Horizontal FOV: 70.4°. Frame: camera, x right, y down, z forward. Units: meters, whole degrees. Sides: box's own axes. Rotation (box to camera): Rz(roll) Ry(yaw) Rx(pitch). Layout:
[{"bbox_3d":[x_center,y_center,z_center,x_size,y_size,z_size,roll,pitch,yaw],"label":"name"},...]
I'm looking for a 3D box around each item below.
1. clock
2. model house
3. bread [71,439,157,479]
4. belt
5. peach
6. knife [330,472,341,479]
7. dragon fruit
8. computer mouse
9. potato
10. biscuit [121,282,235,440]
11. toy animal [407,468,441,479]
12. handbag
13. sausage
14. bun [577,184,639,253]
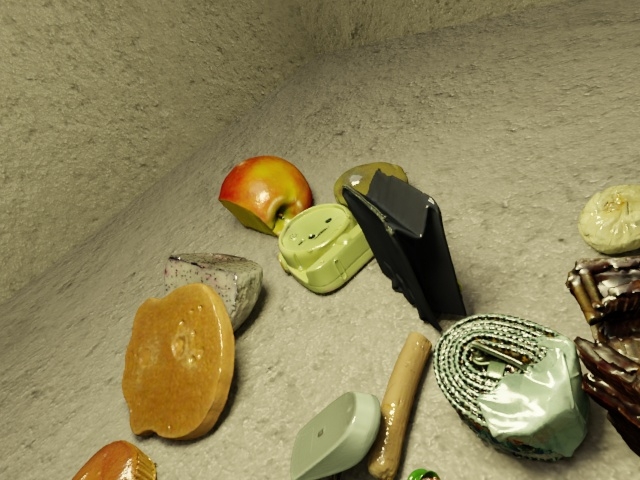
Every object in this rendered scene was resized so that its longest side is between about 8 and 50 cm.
[{"bbox_3d":[0.000,0.000,1.391,0.286,0.117,0.348,-42,35,-21],"label":"clock"},{"bbox_3d":[0.522,0.195,0.600,0.297,0.317,0.283,-20,28,35],"label":"model house"},{"bbox_3d":[-0.471,0.549,1.003,0.199,0.104,0.199,-18,35,13],"label":"bread"},{"bbox_3d":[0.325,0.247,0.786,0.207,0.150,0.257,-50,37,-16],"label":"belt"},{"bbox_3d":[-0.209,-0.192,1.700,0.306,0.243,0.380,-45,36,-17],"label":"peach"},{"bbox_3d":[0.035,0.421,0.878,0.045,0.021,0.222,-26,29,15],"label":"knife"},{"bbox_3d":[-0.301,0.159,1.334,0.282,0.222,0.204,9,2,27],"label":"dragon fruit"},{"bbox_3d":[0.031,0.375,0.856,0.231,0.079,0.128,-43,14,27],"label":"computer mouse"},{"bbox_3d":[0.168,-0.170,1.449,0.251,0.159,0.174,-19,5,-9],"label":"potato"},{"bbox_3d":[-0.367,0.310,1.170,0.364,0.062,0.386,-17,62,25],"label":"biscuit"},{"bbox_3d":[0.215,0.435,0.684,0.208,0.100,0.104,10,88,40],"label":"toy animal"},{"bbox_3d":[0.195,0.015,1.045,0.121,0.330,0.303,-29,28,-5],"label":"handbag"},{"bbox_3d":[0.157,0.317,0.896,0.065,0.066,0.301,-4,39,33],"label":"sausage"},{"bbox_3d":[0.655,-0.053,0.986,0.188,0.111,0.164,-28,36,-6],"label":"bun"}]
